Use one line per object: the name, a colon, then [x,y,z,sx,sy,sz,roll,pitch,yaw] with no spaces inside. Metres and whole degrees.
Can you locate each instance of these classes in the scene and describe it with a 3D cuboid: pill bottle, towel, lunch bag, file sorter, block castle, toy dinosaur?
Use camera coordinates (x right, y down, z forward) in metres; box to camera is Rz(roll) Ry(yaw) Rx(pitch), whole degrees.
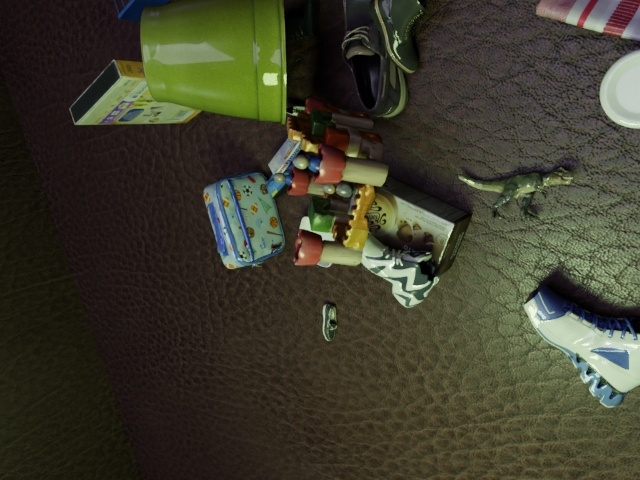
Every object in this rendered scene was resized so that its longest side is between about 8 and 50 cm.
pill bottle: [0.599,-0.279,0.923,0.131,0.229,0.131,12,112,34]
towel: [0.599,-0.464,0.907,0.328,0.037,0.237,30,85,26]
lunch bag: [-0.244,-0.060,1.629,0.114,0.243,0.304,-14,95,40]
file sorter: [-0.623,-0.852,1.751,0.170,0.118,0.105,-19,90,40]
block castle: [-0.001,-0.166,1.280,0.212,0.453,0.303,9,120,-11]
toy dinosaur: [0.458,-0.108,1.196,0.268,0.064,0.118,1,90,38]

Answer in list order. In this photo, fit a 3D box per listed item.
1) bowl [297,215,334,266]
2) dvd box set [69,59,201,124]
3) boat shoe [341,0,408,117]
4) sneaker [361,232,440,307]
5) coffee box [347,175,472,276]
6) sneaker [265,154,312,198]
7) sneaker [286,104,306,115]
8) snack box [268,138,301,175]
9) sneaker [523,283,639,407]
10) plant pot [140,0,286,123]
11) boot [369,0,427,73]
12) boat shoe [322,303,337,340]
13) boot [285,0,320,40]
bowl: [0.000,0.000,1.584,0.141,0.053,0.142,26,117,29]
dvd box set: [-0.522,-0.458,1.601,0.307,0.420,0.062,-21,88,40]
boat shoe: [0.127,-0.490,1.281,0.132,0.130,0.356,-14,95,39]
sneaker: [0.202,0.042,1.262,0.235,0.094,0.153,53,130,9]
coffee box: [0.226,-0.047,1.353,0.297,0.118,0.168,30,121,27]
sneaker: [-0.106,-0.216,1.587,0.209,0.069,0.082,-37,77,39]
sneaker: [-0.057,-0.385,1.513,0.109,0.043,0.040,13,110,32]
snack box: [-0.093,-0.278,1.543,0.178,0.022,0.064,-49,45,21]
sneaker: [0.628,0.205,1.135,0.316,0.127,0.182,49,124,6]
plant pot: [-0.276,-0.495,1.347,0.352,0.366,0.367,-2,108,-6]
boot: [0.214,-0.502,1.198,0.137,0.077,0.198,-4,133,50]
boat shoe: [0.035,0.269,1.649,0.038,0.046,0.125,4,98,41]
boot: [-0.052,-0.631,1.432,0.099,0.045,0.121,15,113,37]
